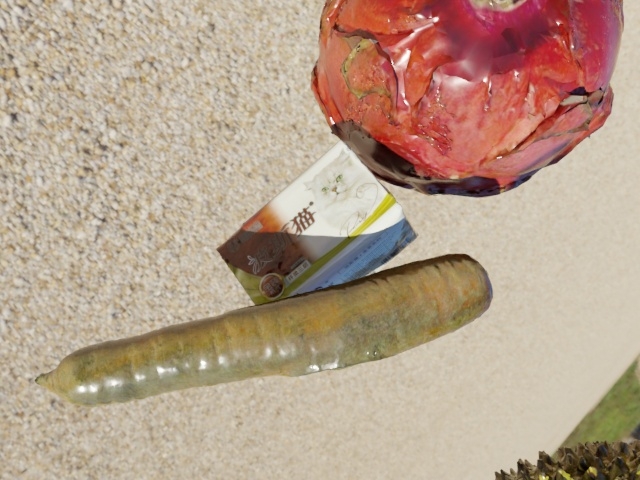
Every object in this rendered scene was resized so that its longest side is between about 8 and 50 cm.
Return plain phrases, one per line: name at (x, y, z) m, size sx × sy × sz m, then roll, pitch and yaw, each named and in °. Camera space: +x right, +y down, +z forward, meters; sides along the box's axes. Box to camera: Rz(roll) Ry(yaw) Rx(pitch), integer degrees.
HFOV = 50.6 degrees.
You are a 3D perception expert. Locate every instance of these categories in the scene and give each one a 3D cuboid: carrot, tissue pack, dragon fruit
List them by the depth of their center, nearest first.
carrot at (-0.035, 0.075, 0.503) m, size 0.342 × 0.070 × 0.070 m, roll -13°, pitch 143°, yaw -8°
tissue pack at (-0.001, -0.001, 0.618) m, size 0.149 × 0.099 × 0.106 m, roll -40°, pitch 159°, yaw 4°
dragon fruit at (0.137, -0.179, 0.662) m, size 0.295 × 0.295 × 0.302 m, roll -50°, pitch -179°, yaw -1°

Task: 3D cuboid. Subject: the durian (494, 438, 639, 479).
durian at (0.273, 0.308, 0.632) m, size 0.258 × 0.293 × 0.258 m, roll -5°, pitch 97°, yaw -40°
